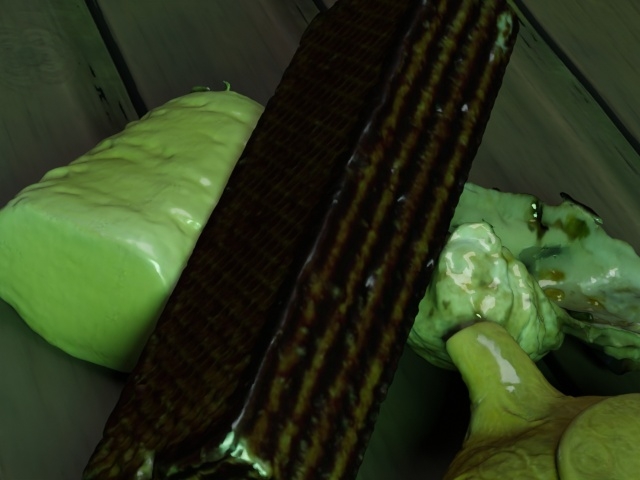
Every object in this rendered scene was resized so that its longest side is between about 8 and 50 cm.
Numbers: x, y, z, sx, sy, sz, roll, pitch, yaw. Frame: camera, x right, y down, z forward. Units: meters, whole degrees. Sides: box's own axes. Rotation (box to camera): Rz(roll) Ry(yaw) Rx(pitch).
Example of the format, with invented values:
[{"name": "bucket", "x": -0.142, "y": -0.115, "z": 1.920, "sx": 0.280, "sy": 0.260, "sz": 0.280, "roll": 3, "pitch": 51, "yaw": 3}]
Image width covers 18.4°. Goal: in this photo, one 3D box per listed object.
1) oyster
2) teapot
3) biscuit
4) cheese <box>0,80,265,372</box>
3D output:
[{"name": "oyster", "x": 0.131, "y": 0.038, "z": 1.069, "sx": 0.294, "sy": 0.094, "sz": 0.166, "roll": 15, "pitch": 16, "yaw": -39}, {"name": "teapot", "x": 0.153, "y": 0.146, "z": 0.839, "sx": 0.203, "sy": 0.167, "sz": 0.311, "roll": -14, "pitch": 44, "yaw": -38}, {"name": "biscuit", "x": 0.000, "y": 0.000, "z": 0.951, "sx": 0.073, "sy": 0.107, "sz": 0.388, "roll": 47, "pitch": 40, "yaw": -20}, {"name": "cheese", "x": -0.082, "y": -0.010, "z": 1.040, "sx": 0.123, "sy": 0.094, "sz": 0.167, "roll": 29, "pitch": 36, "yaw": 17}]
